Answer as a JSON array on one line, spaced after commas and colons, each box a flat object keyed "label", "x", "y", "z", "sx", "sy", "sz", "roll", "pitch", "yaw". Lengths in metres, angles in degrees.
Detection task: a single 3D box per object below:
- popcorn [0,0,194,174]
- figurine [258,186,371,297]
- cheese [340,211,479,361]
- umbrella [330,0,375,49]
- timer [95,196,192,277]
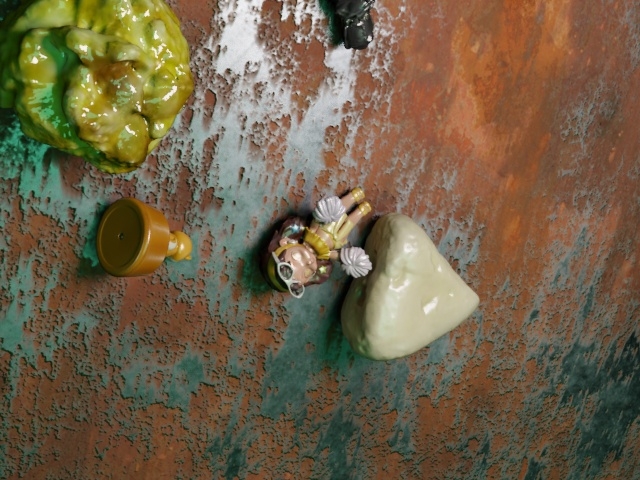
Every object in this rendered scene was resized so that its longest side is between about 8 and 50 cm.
[{"label": "popcorn", "x": -0.317, "y": -0.250, "z": 1.253, "sx": 0.282, "sy": 0.247, "sz": 0.282, "roll": -40, "pitch": 148, "yaw": -31}, {"label": "figurine", "x": -0.002, "y": 0.001, "z": 1.555, "sx": 0.240, "sy": 0.116, "sz": 0.174, "roll": -37, "pitch": 120, "yaw": -11}, {"label": "cheese", "x": 0.132, "y": 0.094, "z": 1.610, "sx": 0.248, "sy": 0.174, "sz": 0.251, "roll": -40, "pitch": 119, "yaw": -16}, {"label": "umbrella", "x": 0.048, "y": -0.488, "z": 1.413, "sx": 0.154, "sy": 0.128, "sz": 0.336, "roll": -24, "pitch": 122, "yaw": 3}, {"label": "timer", "x": -0.276, "y": 0.005, "z": 1.455, "sx": 0.152, "sy": 0.132, "sz": 0.132, "roll": 14, "pitch": 103, "yaw": -51}]
